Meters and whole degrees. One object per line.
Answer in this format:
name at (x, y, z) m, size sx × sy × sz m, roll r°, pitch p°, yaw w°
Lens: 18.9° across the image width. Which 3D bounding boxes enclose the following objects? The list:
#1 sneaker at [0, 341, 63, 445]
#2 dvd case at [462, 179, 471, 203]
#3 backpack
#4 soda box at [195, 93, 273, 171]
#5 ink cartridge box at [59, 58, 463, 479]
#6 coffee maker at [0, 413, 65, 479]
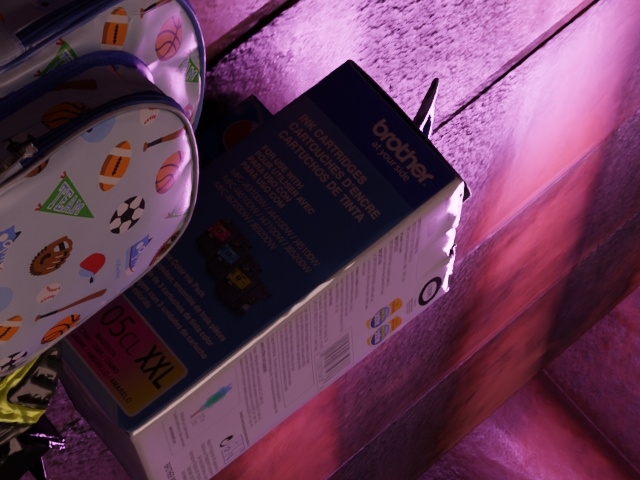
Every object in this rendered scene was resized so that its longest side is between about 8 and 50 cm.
sneaker at (-0.370, 0.122, 1.296) m, size 0.385 × 0.147 × 0.145 m, roll -16°, pitch 110°, yaw -23°
dvd case at (0.000, 0.000, 1.827) m, size 0.253 × 0.180 × 0.022 m, roll -39°, pitch 124°, yaw -14°
backpack at (-0.190, -0.070, 1.174) m, size 0.263 × 0.213 × 0.276 m, roll -45°, pitch 163°, yaw -24°
soda box at (-0.061, -0.045, 1.727) m, size 0.071 × 0.067 × 0.210 m, roll -39°, pitch 162°, yaw -13°
ink cartridge box at (-0.030, 0.027, 1.597) m, size 0.395 × 0.151 × 0.270 m, roll -36°, pitch 163°, yaw -12°
coffee maker at (-0.334, 0.196, 1.641) m, size 0.178 × 0.120 × 0.171 m, roll -46°, pitch 139°, yaw 5°
